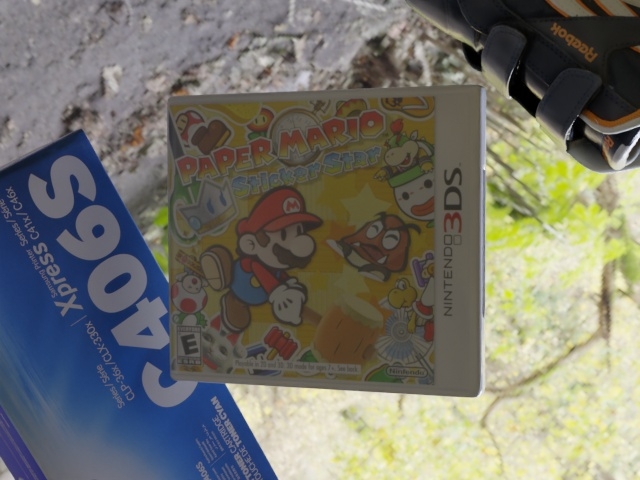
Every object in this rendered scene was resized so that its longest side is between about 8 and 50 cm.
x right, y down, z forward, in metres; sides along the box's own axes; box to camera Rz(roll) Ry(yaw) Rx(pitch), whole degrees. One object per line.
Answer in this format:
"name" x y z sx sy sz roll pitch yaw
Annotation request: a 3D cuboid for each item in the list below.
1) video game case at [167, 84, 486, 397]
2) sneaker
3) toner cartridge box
"video game case" 0.000 0.000 0.675 0.026 0.227 0.206 -8 98 -72
"sneaker" 0.191 -0.132 0.723 0.127 0.321 0.126 -67 162 -6
"toner cartridge box" -0.176 0.106 0.754 0.165 0.075 0.348 -37 106 -36
